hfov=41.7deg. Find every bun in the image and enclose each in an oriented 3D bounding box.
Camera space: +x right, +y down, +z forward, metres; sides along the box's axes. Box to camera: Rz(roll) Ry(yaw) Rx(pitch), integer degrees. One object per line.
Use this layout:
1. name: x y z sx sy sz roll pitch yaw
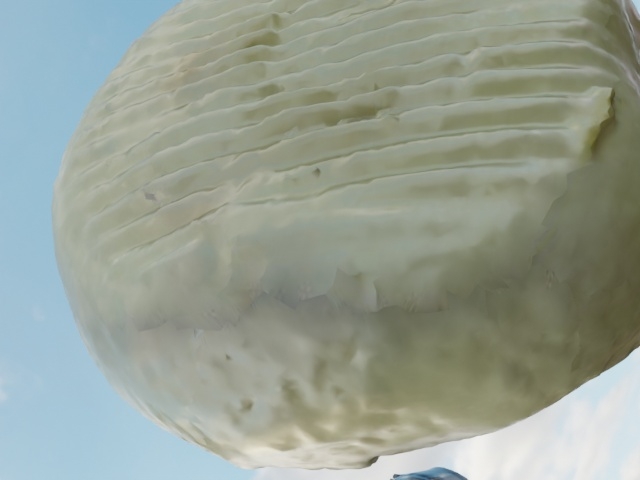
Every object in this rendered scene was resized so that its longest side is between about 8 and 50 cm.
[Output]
1. bun: 0.035 -0.025 0.476 0.361 0.361 0.213 -53 -43 -22

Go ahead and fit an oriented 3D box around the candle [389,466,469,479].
1. candle: 0.076 0.440 0.971 0.342 0.221 0.221 -37 -44 -28
